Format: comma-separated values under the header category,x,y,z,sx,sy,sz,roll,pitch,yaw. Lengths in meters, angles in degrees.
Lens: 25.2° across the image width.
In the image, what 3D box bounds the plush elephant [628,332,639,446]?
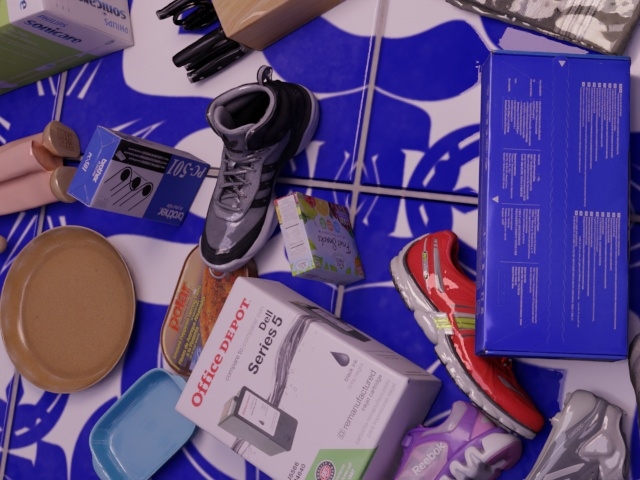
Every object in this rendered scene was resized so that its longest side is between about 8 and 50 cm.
category,x,y,z,sx,sy,sz,roll,pitch,yaw
plush elephant,0.457,0.194,1.462,0.256,0.330,0.271,-5,74,9

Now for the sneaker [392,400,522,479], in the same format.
category,x,y,z,sx,sy,sz,roll,pitch,yaw
sneaker,0.125,0.279,1.715,0.236,0.095,0.104,-41,62,12

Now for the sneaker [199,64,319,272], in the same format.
category,x,y,z,sx,sy,sz,roll,pitch,yaw
sneaker,-0.105,-0.096,1.824,0.101,0.153,0.268,23,86,26

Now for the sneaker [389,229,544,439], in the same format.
category,x,y,z,sx,sy,sz,roll,pitch,yaw
sneaker,0.190,0.105,1.693,0.118,0.107,0.279,-36,72,8

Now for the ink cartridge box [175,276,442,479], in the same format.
category,x,y,z,sx,sy,sz,roll,pitch,yaw
ink cartridge box,-0.019,0.193,1.781,0.273,0.115,0.198,30,98,27

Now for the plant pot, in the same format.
category,x,y,z,sx,sy,sz,roll,pitch,yaw
plant pot,-0.351,0.097,2.016,0.236,0.032,0.236,-3,83,27

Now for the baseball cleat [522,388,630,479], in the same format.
category,x,y,z,sx,sy,sz,roll,pitch,yaw
baseball cleat,0.286,0.277,1.637,0.109,0.072,0.205,25,100,21

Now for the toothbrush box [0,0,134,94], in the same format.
category,x,y,z,sx,sy,sz,roll,pitch,yaw
toothbrush box,-0.440,-0.308,2.011,0.283,0.206,0.122,-14,77,27

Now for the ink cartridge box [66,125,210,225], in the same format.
category,x,y,z,sx,sy,sz,roll,pitch,yaw
ink cartridge box,-0.234,-0.082,1.874,0.046,0.207,0.097,30,99,28

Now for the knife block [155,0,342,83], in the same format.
category,x,y,z,sx,sy,sz,roll,pitch,yaw
knife block,-0.078,-0.303,1.887,0.276,0.088,0.242,22,95,28

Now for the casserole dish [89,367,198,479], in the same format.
category,x,y,z,sx,sy,sz,roll,pitch,yaw
casserole dish,-0.232,0.256,1.932,0.188,0.037,0.114,-45,67,17

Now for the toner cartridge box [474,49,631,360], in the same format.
category,x,y,z,sx,sy,sz,roll,pitch,yaw
toner cartridge box,0.265,-0.038,1.635,0.165,0.075,0.347,3,82,-3

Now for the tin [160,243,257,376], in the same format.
category,x,y,z,sx,sy,sz,roll,pitch,yaw
tin,-0.149,0.090,1.908,0.106,0.040,0.189,22,94,24

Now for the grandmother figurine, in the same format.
category,x,y,z,sx,sy,sz,roll,pitch,yaw
grandmother figurine,-0.509,-0.079,2.084,0.342,0.104,0.207,-17,68,23

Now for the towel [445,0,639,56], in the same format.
category,x,y,z,sx,sy,sz,roll,pitch,yaw
towel,0.290,-0.409,1.734,0.312,0.056,0.324,26,94,25

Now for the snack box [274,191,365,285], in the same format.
category,x,y,z,sx,sy,sz,roll,pitch,yaw
snack box,0.000,0.000,1.779,0.037,0.141,0.100,-20,76,24
